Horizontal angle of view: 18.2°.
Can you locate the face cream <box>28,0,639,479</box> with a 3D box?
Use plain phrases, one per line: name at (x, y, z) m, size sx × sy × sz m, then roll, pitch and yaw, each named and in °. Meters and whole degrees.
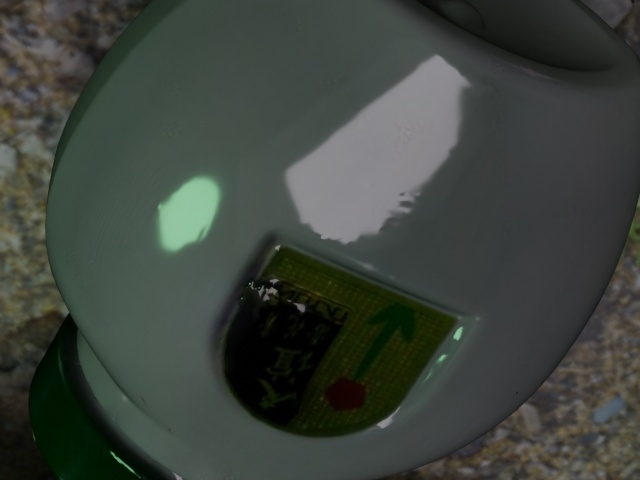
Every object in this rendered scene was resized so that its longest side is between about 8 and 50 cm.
face cream at (0.000, 0.000, 1.120) m, size 0.312 × 0.219 × 0.357 m, roll 22°, pitch 121°, yaw -17°
